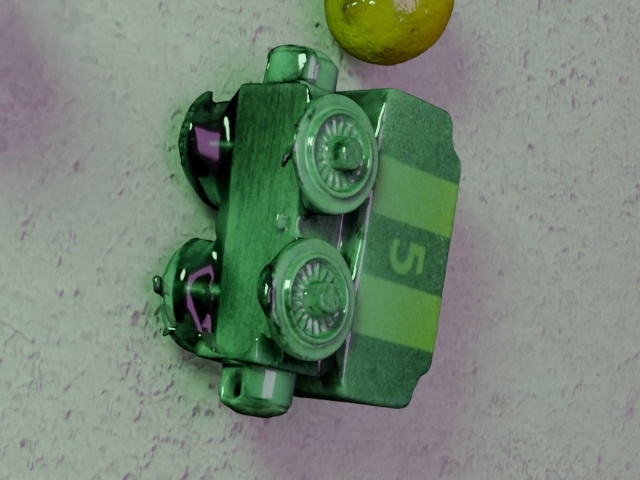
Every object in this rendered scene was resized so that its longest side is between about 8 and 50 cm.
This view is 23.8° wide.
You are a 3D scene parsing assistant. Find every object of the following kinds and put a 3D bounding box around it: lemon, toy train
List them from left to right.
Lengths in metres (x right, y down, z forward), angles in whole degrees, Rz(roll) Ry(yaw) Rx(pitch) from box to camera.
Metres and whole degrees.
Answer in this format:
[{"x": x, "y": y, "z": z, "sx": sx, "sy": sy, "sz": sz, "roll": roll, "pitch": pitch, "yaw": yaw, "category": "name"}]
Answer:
[{"x": 0.000, "y": 0.000, "z": 1.235, "sx": 0.238, "sy": 0.167, "sz": 0.299, "roll": 16, "pitch": 80, "yaw": -46, "category": "toy train"}, {"x": 0.061, "y": -0.209, "z": 1.319, "sx": 0.133, "sy": 0.109, "sz": 0.109, "roll": -31, "pitch": 110, "yaw": -43, "category": "lemon"}]
